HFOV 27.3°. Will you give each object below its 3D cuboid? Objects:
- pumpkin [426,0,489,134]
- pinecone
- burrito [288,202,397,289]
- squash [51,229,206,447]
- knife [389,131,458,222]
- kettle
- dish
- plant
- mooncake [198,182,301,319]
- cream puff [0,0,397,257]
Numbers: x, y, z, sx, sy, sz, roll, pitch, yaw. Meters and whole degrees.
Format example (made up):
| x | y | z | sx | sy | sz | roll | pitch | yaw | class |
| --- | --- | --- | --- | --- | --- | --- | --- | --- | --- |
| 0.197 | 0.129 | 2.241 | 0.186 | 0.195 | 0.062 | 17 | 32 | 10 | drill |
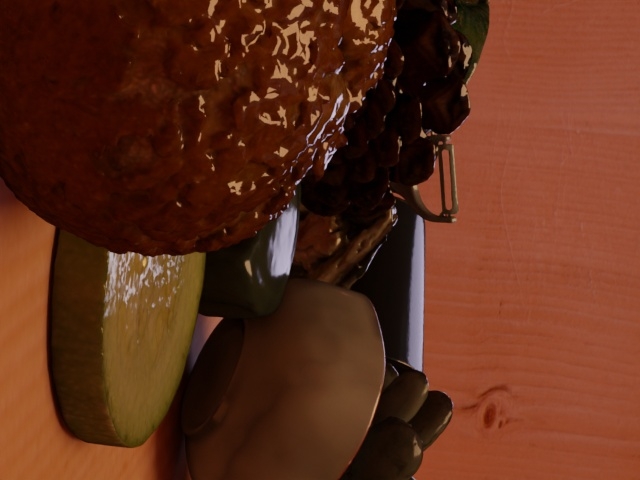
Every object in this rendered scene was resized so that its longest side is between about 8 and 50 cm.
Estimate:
| x | y | z | sx | sy | sz | roll | pitch | yaw | class |
| --- | --- | --- | --- | --- | --- | --- | --- | --- | --- |
| 0.055 | -0.254 | 1.651 | 0.263 | 0.197 | 0.293 | -47 | -158 | 28 | pumpkin |
| 0.026 | -0.173 | 1.289 | 0.296 | 0.242 | 0.298 | -68 | 141 | -71 | pinecone |
| -0.003 | 0.001 | 1.621 | 0.190 | 0.135 | 0.332 | -53 | 178 | 4 | burrito |
| -0.135 | 0.025 | 0.959 | 0.252 | 0.049 | 0.252 | 6 | 90 | -82 | squash |
| 0.085 | -0.097 | 1.694 | 0.278 | 0.053 | 0.123 | 16 | -71 | 63 | knife |
| 0.050 | 0.081 | 2.155 | 0.203 | 0.262 | 0.308 | -34 | -137 | 51 | kettle |
| -0.052 | 0.146 | 1.251 | 0.256 | 0.117 | 0.256 | -50 | -155 | 33 | dish |
| 0.034 | 0.253 | 1.311 | 0.149 | 0.146 | 0.274 | 9 | -104 | 58 | plant |
| -0.079 | -0.017 | 1.173 | 0.175 | 0.104 | 0.168 | -68 | 166 | -59 | mooncake |
| -0.066 | -0.129 | 0.740 | 0.303 | 0.212 | 0.303 | 10 | 90 | -81 | cream puff |
